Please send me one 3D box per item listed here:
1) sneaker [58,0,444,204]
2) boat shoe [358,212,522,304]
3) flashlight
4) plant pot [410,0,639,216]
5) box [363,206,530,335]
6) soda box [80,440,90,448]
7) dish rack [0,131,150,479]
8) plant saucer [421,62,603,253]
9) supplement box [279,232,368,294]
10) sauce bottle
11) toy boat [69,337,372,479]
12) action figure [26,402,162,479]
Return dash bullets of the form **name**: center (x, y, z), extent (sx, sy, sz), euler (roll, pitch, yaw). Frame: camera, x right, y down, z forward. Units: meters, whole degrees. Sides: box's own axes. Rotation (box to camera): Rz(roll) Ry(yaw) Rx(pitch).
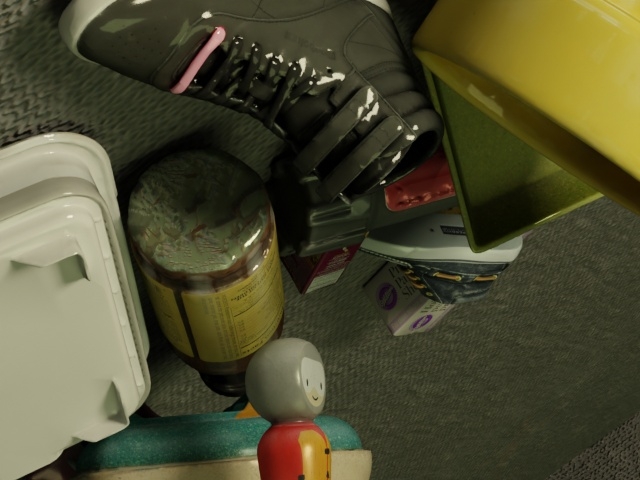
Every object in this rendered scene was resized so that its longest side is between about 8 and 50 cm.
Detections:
- **sneaker**: center (-0.024, -0.099, 0.958), extent (0.295, 0.147, 0.104), euler (-1, 144, -50)
- **boat shoe**: center (0.093, 0.017, 1.393), extent (0.183, 0.065, 0.083), euler (7, 132, -23)
- **flashlight**: center (0.104, -0.068, 1.265), extent (0.304, 0.103, 0.103), euler (-15, -174, -28)
- **plant pot**: center (0.229, -0.163, 1.044), extent (0.239, 0.254, 0.254), euler (-56, 155, 3)
- **box**: center (0.168, -0.027, 1.467), extent (0.063, 0.067, 0.324), euler (-4, 146, -48)
- **soda box**: center (-0.205, 0.133, 1.319), extent (0.053, 0.060, 0.169), euler (-29, 157, -11)
- **dish rack**: center (-0.253, 0.089, 1.077), extent (0.285, 0.072, 0.333), euler (-25, 148, -15)
- **plant saucer**: center (0.167, -0.111, 1.210), extent (0.188, 0.188, 0.045), euler (-24, -159, -20)
- **supplement box**: center (0.000, 0.000, 1.316), extent (0.043, 0.055, 0.083), euler (-17, 154, -33)
- **sauce bottle**: center (-0.085, 0.044, 1.227), extent (0.111, 0.111, 0.344), euler (-27, 160, -11)
- **toy boat**: center (-0.062, 0.172, 1.254), extent (0.267, 0.148, 0.318), euler (-1, 170, -21)
- **action figure**: center (-0.167, 0.326, 1.526), extent (0.248, 0.276, 0.370), euler (-34, 145, -10)
